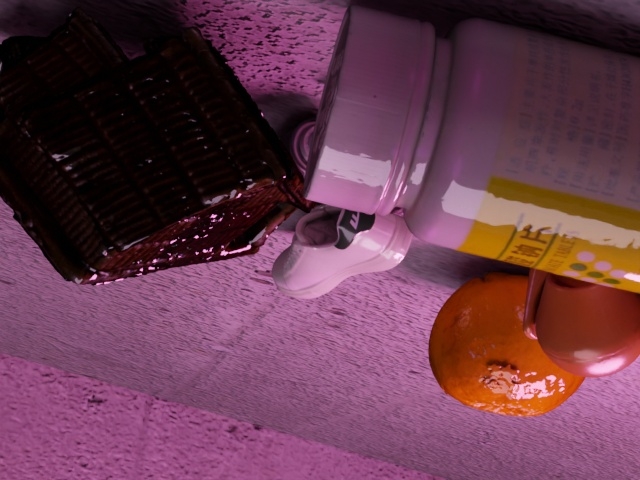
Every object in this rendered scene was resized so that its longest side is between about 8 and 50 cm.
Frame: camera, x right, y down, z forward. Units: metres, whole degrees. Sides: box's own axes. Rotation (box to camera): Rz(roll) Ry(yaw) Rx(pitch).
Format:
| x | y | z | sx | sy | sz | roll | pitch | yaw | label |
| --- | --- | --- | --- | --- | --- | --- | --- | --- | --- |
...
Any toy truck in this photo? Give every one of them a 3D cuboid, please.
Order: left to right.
| x | y | z | sx | sy | sz | roll | pitch | yaw | label |
| --- | --- | --- | --- | --- | --- | --- | --- | --- | --- |
| 0.323 | 0.049 | 1.778 | 0.189 | 0.239 | 0.265 | 1 | 160 | 31 | toy truck |

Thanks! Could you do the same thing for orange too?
| x | y | z | sx | sy | sz | roll | pitch | yaw | label |
| --- | --- | --- | --- | --- | --- | --- | --- | --- | --- |
| 0.252 | 0.139 | 2.183 | 0.219 | 0.193 | 0.219 | 4 | -177 | 0 | orange |

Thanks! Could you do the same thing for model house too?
| x | y | z | sx | sy | sz | roll | pitch | yaw | label |
| --- | --- | --- | --- | --- | --- | --- | --- | --- | --- |
| -0.163 | -0.126 | 1.670 | 0.297 | 0.317 | 0.282 | -29 | 172 | -39 | model house |

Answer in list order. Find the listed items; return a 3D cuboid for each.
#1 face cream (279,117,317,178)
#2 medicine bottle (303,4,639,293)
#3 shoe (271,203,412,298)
| x | y | z | sx | sy | sz | roll | pitch | yaw | label |
| --- | --- | --- | --- | --- | --- | --- | --- | --- | --- |
| -0.038 | -0.077 | 1.892 | 0.073 | 0.073 | 0.283 | 17 | 161 | -16 | face cream |
| 0.188 | -0.084 | 1.502 | 0.379 | 0.213 | 0.213 | 14 | 162 | -4 | medicine bottle |
| 0.000 | 0.000 | 2.094 | 0.110 | 0.095 | 0.265 | 29 | 151 | -30 | shoe |
